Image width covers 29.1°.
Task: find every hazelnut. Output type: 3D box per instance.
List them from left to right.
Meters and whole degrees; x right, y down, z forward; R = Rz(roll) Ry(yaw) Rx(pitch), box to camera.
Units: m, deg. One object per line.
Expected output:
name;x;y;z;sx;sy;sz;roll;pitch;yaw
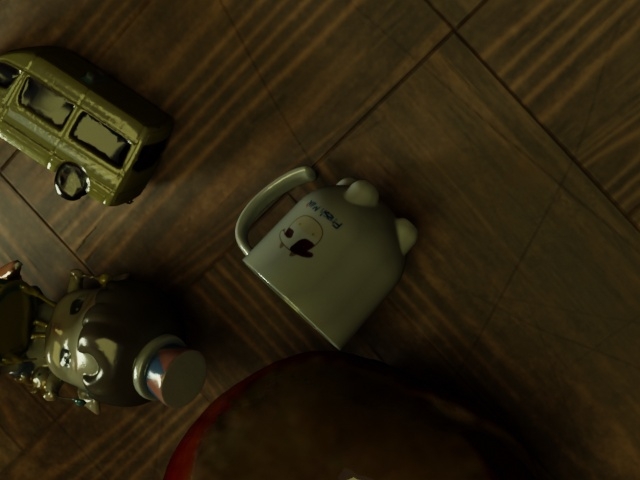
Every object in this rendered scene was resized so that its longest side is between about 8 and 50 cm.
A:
hazelnut;0.042;0.295;1.228;0.409;0.359;0.359;25;112;6

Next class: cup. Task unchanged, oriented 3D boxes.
cup;0.009;0.008;1.259;0.142;0.173;0.134;-48;118;-5

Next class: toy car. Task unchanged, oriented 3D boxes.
toy car;-0.290;-0.144;1.327;0.257;0.101;0.124;33;108;6

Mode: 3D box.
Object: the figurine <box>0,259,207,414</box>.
figurine;-0.249;0.108;1.352;0.275;0.158;0.161;4;80;18
